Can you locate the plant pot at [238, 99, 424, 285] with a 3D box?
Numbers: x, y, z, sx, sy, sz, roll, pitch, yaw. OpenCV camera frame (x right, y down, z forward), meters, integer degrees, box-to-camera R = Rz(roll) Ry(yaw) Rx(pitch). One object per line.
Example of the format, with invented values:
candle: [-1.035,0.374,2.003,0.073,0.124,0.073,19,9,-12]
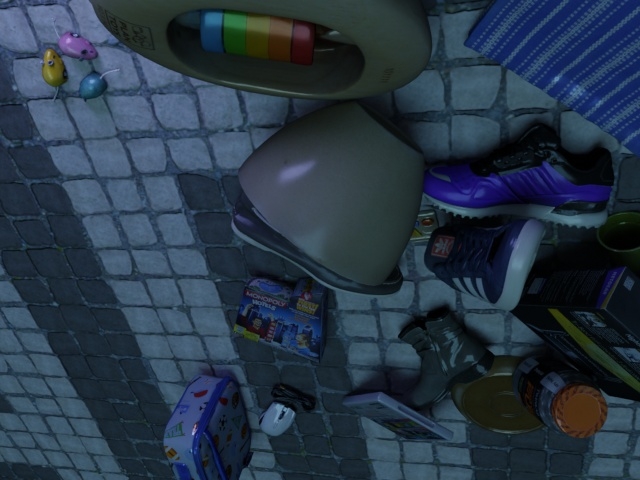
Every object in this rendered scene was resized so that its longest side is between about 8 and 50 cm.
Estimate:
plant pot: [0.046,-0.098,0.990,0.284,0.284,0.191,35,107,-12]

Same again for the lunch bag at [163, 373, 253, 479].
lunch bag: [-0.253,0.479,1.515,0.115,0.243,0.303,1,126,15]

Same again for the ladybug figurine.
ladybug figurine: [-0.074,-0.312,0.857,0.450,0.161,0.305,9,166,-6]

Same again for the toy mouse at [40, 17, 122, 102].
toy mouse: [-0.404,-0.286,1.096,0.143,0.031,0.161,11,129,7]

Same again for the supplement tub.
supplement tub: [0.435,0.283,1.194,0.117,0.190,0.116,0,92,-2]

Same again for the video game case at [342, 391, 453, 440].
video game case: [0.161,0.381,1.411,0.183,0.023,0.201,31,156,-9]

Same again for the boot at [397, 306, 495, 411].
boot: [0.214,0.234,1.319,0.161,0.083,0.246,43,127,-3]

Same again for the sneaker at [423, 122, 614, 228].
sneaker: [0.301,-0.113,1.004,0.294,0.102,0.146,6,122,6]

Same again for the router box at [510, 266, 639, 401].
router box: [0.493,0.165,1.090,0.309,0.081,0.243,39,164,-16]

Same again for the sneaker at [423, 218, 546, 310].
sneaker: [0.237,0.026,1.010,0.148,0.131,0.350,24,172,8]

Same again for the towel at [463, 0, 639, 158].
towel: [0.383,-0.243,0.851,0.336,0.040,0.243,29,154,-8]

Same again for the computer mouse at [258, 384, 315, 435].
computer mouse: [-0.094,0.418,1.553,0.106,0.042,0.193,25,129,-6]

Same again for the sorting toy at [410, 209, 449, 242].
sorting toy: [0.191,-0.025,1.149,0.083,0.012,0.062,-7,125,21]

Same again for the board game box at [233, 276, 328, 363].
board game box: [-0.061,0.138,1.314,0.194,0.060,0.194,20,128,0]

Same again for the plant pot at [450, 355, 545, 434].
plant pot: [0.389,0.332,1.361,0.236,0.032,0.236,8,129,10]

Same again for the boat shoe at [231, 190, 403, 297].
boat shoe: [0.000,0.000,1.158,0.335,0.112,0.095,24,134,1]

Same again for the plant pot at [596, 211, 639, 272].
plant pot: [0.496,0.010,1.057,0.083,0.083,0.079,-11,135,23]
